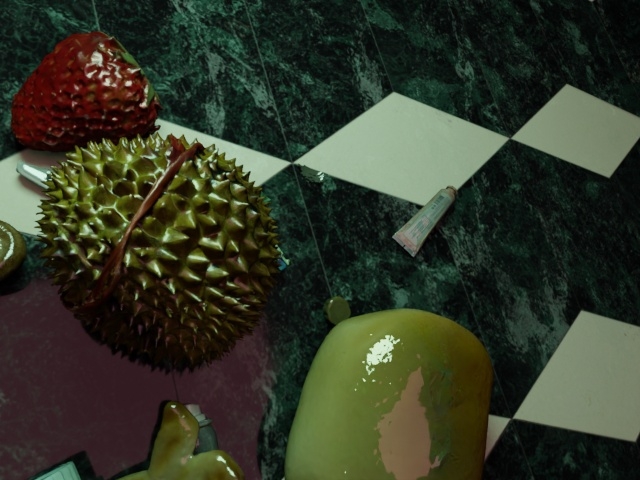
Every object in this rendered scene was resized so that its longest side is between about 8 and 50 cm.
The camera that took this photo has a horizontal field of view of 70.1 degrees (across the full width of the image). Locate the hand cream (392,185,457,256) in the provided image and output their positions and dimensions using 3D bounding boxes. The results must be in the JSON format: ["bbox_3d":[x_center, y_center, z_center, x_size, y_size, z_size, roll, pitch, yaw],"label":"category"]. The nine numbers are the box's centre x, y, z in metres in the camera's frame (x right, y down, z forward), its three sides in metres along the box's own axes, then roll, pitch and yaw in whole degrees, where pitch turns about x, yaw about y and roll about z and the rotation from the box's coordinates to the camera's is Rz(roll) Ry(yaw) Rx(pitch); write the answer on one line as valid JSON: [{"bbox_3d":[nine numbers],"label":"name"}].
[{"bbox_3d":[0.255,-0.053,1.075,0.067,0.043,0.210,45,68,0],"label":"hand cream"}]

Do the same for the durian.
[{"bbox_3d":[-0.236,0.009,0.708,0.384,0.348,0.347,53,51,-47],"label":"durian"}]

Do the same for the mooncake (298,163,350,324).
[{"bbox_3d":[0.008,-0.005,0.948,0.150,0.057,0.346,19,63,-28],"label":"mooncake"}]

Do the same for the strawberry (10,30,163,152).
[{"bbox_3d":[-0.423,-0.244,0.810,0.245,0.205,0.205,-33,86,-6],"label":"strawberry"}]

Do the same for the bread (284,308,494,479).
[{"bbox_3d":[0.135,0.308,0.785,0.348,0.253,0.375,26,63,-8],"label":"bread"}]

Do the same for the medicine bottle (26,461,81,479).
[{"bbox_3d":[-0.335,0.471,0.593,0.158,0.158,0.318,-25,83,-27],"label":"medicine bottle"}]

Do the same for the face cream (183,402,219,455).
[{"bbox_3d":[-0.187,0.404,0.721,0.073,0.073,0.283,-8,76,-24],"label":"face cream"}]

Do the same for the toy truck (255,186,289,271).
[{"bbox_3d":[-0.113,-0.021,0.900,0.081,0.067,0.175,-36,88,-28],"label":"toy truck"}]

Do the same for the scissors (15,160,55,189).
[{"bbox_3d":[-0.418,-0.076,0.818,0.242,0.030,0.118,25,65,-16],"label":"scissors"}]

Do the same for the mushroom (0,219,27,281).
[{"bbox_3d":[-0.534,0.020,0.712,0.126,0.084,0.109,15,33,-14],"label":"mushroom"}]

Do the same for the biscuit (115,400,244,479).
[{"bbox_3d":[-0.230,0.365,0.675,0.164,0.047,0.208,42,90,14],"label":"biscuit"}]
